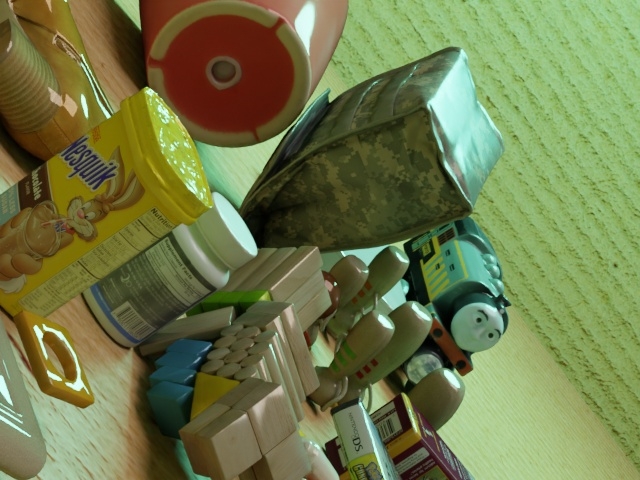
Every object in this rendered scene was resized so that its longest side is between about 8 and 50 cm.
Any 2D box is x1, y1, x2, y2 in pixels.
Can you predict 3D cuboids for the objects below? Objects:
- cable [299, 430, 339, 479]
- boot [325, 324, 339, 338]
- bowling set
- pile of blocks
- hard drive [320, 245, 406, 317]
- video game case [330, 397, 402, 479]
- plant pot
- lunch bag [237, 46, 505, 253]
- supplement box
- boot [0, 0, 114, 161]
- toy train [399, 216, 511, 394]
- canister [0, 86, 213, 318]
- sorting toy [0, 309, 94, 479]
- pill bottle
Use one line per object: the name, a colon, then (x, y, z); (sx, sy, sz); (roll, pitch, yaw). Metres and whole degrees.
cable: (0.028, 0.267, 1.776); (0.287, 0.072, 0.139); (46, 11, -43)
boot: (-0.007, 0.063, 2.387); (0.087, 0.042, 0.118); (43, 13, -27)
bowling set: (0.016, 0.107, 2.145); (0.200, 0.154, 0.287); (27, 25, -30)
pile of blocks: (-0.072, 0.128, 1.663); (0.362, 0.149, 0.112); (-76, 151, -65)
hard drive: (0.034, 0.009, 2.515); (0.203, 0.040, 0.307); (48, 11, -18)
video game case: (0.094, 0.322, 1.854); (0.248, 0.035, 0.275); (-109, 174, -51)
plant pot: (-0.103, -0.251, 2.370); (0.275, 0.275, 0.243); (52, 21, -23)
lunch bag: (0.043, -0.089, 2.265); (0.169, 0.287, 0.235); (65, 23, -13)
supplement box: (0.101, 0.266, 2.041); (0.188, 0.104, 0.081); (51, 11, -27)
boot: (-0.253, -0.162, 1.802); (0.211, 0.104, 0.295); (55, 14, -38)
toy train: (0.160, 0.084, 2.654); (0.142, 0.190, 0.334); (52, 10, -17)
canister: (-0.175, -0.024, 1.475); (0.073, 0.170, 0.126); (49, 12, -35)
sorting toy: (-0.256, 0.048, 1.234); (0.348, 0.047, 0.196); (43, 21, -50)
pill bottle: (-0.126, 0.023, 1.647); (0.078, 0.137, 0.078); (53, 10, -14)
